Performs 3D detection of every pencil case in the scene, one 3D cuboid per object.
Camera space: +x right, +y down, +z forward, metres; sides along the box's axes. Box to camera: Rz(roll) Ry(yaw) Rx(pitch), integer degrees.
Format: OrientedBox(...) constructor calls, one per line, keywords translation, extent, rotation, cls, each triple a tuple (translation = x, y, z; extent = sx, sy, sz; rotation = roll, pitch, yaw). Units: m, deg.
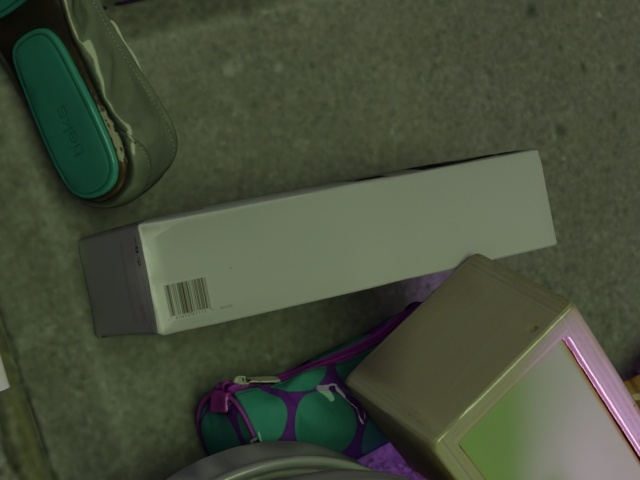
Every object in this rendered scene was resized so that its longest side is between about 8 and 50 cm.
OrientedBox(translation=(0.011, 0.085, 0.795), extent=(0.151, 0.064, 0.070), rotation=(-22, 114, -27), cls="pencil case")

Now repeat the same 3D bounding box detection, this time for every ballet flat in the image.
OrientedBox(translation=(-0.140, -0.119, 0.745), extent=(0.068, 0.072, 0.213), rotation=(-36, 104, -53), cls="ballet flat")

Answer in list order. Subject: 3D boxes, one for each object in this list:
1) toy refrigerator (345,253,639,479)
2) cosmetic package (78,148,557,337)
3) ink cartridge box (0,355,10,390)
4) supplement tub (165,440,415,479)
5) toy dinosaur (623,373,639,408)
OrientedBox(translation=(0.135, 0.143, 0.785), extent=(0.102, 0.094, 0.269), rotation=(-43, 124, -11), cls="toy refrigerator")
OrientedBox(translation=(0.000, 0.000, 0.779), extent=(0.239, 0.099, 0.060), rotation=(-12, 89, -28), cls="cosmetic package")
OrientedBox(translation=(-0.211, 0.033, 0.672), extent=(0.092, 0.090, 0.143), rotation=(-19, 94, -27), cls="ink cartridge box")
OrientedBox(translation=(0.035, 0.244, 0.616), extent=(0.241, 0.331, 0.241), rotation=(-9, 111, -25), cls="supplement tub")
OrientedBox(translation=(0.250, 0.069, 0.918), extent=(0.211, 0.064, 0.112), rotation=(-43, 103, -24), cls="toy dinosaur")
